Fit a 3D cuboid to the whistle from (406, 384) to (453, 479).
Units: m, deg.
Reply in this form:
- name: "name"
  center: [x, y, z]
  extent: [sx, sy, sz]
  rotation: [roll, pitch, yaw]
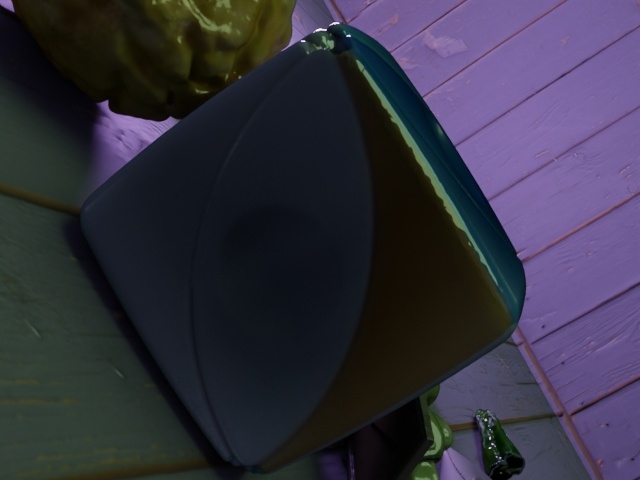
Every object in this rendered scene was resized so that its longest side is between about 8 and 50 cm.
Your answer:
- name: "whistle"
  center: [0.122, 0.284, 1.193]
  extent: [0.141, 0.141, 0.294]
  rotation: [28, 53, -60]

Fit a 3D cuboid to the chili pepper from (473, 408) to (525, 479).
- name: "chili pepper"
  center: [0.365, 0.427, 1.713]
  extent: [0.059, 0.088, 0.227]
  rotation: [55, 7, -19]

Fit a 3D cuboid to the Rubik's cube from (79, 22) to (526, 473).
- name: "Rubik's cube"
  center: [0.000, 0.000, 0.888]
  extent: [0.352, 0.347, 0.351]
  rotation: [57, 16, -4]

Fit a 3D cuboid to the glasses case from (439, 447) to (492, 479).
- name: "glasses case"
  center: [0.238, 0.429, 1.275]
  extent: [0.128, 0.083, 0.308]
  rotation: [58, 16, -2]

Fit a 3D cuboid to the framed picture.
- name: "framed picture"
  center: [0.079, 0.230, 1.029]
  extent: [0.016, 0.184, 0.250]
  rotation: [22, 26, -14]

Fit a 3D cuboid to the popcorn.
- name: "popcorn"
  center: [-0.205, -0.319, 0.965]
  extent: [0.354, 0.344, 0.390]
  rotation: [21, 19, 37]
